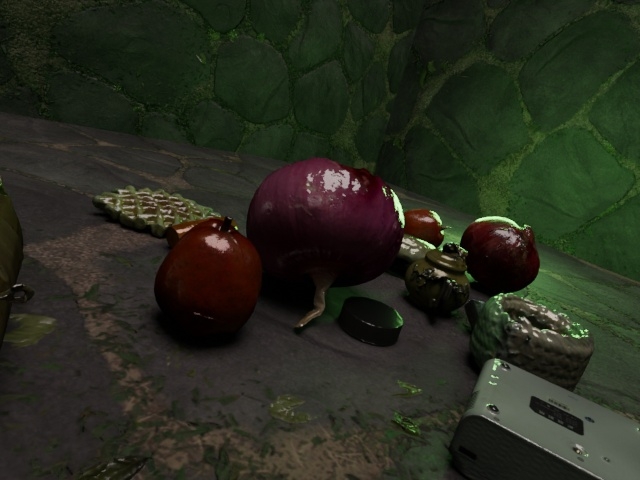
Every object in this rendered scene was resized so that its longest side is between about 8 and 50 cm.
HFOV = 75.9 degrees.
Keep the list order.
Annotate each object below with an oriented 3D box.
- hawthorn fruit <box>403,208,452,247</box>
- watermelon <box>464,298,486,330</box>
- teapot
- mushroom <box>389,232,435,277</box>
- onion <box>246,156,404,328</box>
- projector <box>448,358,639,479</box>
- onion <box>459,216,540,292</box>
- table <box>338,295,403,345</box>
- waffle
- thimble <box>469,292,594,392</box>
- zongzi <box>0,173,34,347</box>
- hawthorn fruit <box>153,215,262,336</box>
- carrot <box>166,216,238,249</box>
[{"bbox_3d":[0.390,-0.038,1.548,0.200,0.179,0.179,-15,5,23],"label":"hawthorn fruit"},{"bbox_3d":[0.420,0.215,0.985,0.180,0.081,0.094,38,6,17],"label":"watermelon"},{"bbox_3d":[0.318,0.092,1.079,0.173,0.183,0.269,19,18,8],"label":"teapot"},{"bbox_3d":[0.240,0.014,1.362,0.247,0.130,0.344,-5,27,-41],"label":"mushroom"},{"bbox_3d":[0.011,-0.001,0.937,0.358,0.345,0.358,-2,-1,0],"label":"onion"},{"bbox_3d":[0.328,0.288,0.573,0.250,0.108,0.198,24,19,26],"label":"projector"},{"bbox_3d":[0.610,0.046,1.392,0.276,0.276,0.276,14,16,-4],"label":"onion"},{"bbox_3d":[0.107,0.169,0.875,0.133,0.043,0.133,15,16,-4],"label":"table"},{"bbox_3d":[-0.452,-0.085,1.170,0.309,0.056,0.292,19,17,8],"label":"waffle"},{"bbox_3d":[0.417,0.212,0.832,0.219,0.150,0.219,15,16,-4],"label":"thimble"},{"bbox_3d":[-0.515,0.078,0.402,0.418,0.181,0.447,-10,27,-30],"label":"zongzi"},{"bbox_3d":[-0.181,0.055,0.707,0.185,0.202,0.185,17,8,-3],"label":"hawthorn fruit"},{"bbox_3d":[-0.293,-0.017,1.051,0.087,0.087,0.193,24,19,27],"label":"carrot"}]
